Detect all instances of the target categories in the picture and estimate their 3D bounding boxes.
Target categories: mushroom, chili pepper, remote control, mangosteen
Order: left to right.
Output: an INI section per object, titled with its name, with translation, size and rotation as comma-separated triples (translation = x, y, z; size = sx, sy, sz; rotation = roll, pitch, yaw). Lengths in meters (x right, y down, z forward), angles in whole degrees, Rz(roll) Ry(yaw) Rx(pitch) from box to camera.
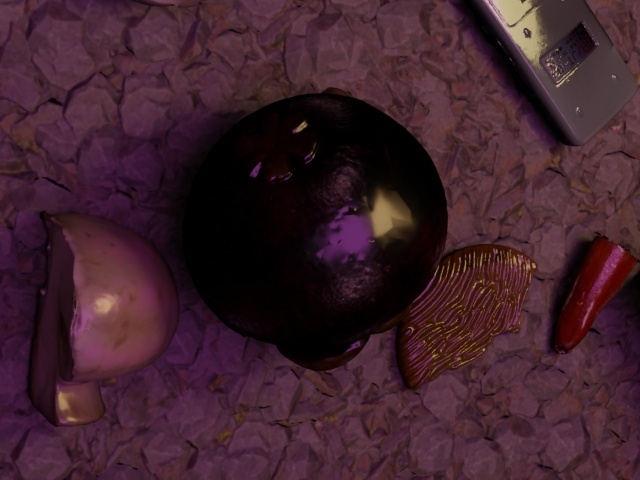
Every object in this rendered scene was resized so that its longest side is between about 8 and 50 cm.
[mushroom]
translation = -0.224, 0.096, 1.698
size = 0.173, 0.162, 0.236
rotation = 3, 97, -24
[mangosteen]
translation = 0.000, 0.000, 1.739
size = 0.307, 0.307, 0.347
rotation = -40, 140, -16
[remote control]
translation = 0.292, -0.269, 1.953
size = 0.140, 0.056, 0.296
rotation = -44, 111, -16
[chili pepper]
translation = 0.361, 0.081, 2.032
size = 0.088, 0.065, 0.169
rotation = 30, 90, -51

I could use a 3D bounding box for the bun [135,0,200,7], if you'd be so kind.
[bun]
translation = -0.180, -0.353, 1.687
size = 0.173, 0.120, 0.173
rotation = -23, 131, -28

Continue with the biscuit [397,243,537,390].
[biscuit]
translation = 0.190, 0.103, 1.964
size = 0.176, 0.031, 0.228
rotation = 28, 84, -24

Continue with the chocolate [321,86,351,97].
[chocolate]
translation = 0.036, -0.144, 1.863
size = 0.064, 0.031, 0.100
rotation = -48, 111, -18

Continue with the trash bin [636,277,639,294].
[trash bin]
translation = 0.584, 0.119, 2.028
size = 0.262, 0.217, 0.277
rotation = 58, 41, -11
